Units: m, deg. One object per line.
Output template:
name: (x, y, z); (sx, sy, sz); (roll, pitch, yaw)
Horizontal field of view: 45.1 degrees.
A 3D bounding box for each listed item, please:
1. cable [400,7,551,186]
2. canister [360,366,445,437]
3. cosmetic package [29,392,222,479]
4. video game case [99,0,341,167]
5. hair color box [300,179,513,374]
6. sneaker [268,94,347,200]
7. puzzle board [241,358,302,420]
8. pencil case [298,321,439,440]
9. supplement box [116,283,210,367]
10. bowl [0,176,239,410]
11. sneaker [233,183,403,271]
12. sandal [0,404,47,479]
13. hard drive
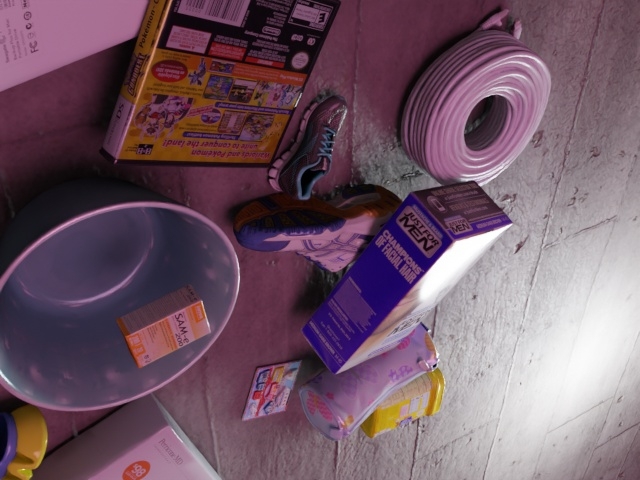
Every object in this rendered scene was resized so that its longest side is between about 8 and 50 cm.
cable: (0.250, -0.201, 1.226); (0.257, 0.089, 0.257); (-35, 138, -9)
canister: (0.165, 0.332, 1.607); (0.170, 0.073, 0.126); (-16, 131, -26)
cosmetic package: (-0.323, 0.454, 1.315); (0.284, 0.097, 0.377); (-35, 138, -13)
video game case: (-0.114, -0.204, 0.942); (0.275, 0.035, 0.248); (-6, 127, -52)
hair color box: (0.134, 0.062, 1.248); (0.185, 0.110, 0.339); (-14, 147, -48)
sneaker: (-0.003, -0.127, 1.102); (0.065, 0.076, 0.166); (16, 112, -45)
puzzle board: (-0.088, 0.275, 1.412); (0.096, 0.011, 0.128); (-4, 126, -35)
pencil case: (0.091, 0.250, 1.412); (0.273, 0.124, 0.113); (-30, 159, -30)
supplement box: (-0.188, 0.103, 0.933); (0.098, 0.036, 0.062); (-27, 136, -18)
bowl: (-0.275, 0.045, 0.968); (0.312, 0.163, 0.311); (-20, 132, -24)
sneaker: (0.000, 0.000, 1.182); (0.297, 0.112, 0.131); (-7, 127, -33)
sandal: (-0.509, 0.363, 1.089); (0.138, 0.126, 0.317); (16, 104, -39)
hard drive: (-0.245, -0.270, 0.743); (0.307, 0.040, 0.203); (-36, 150, -35)
